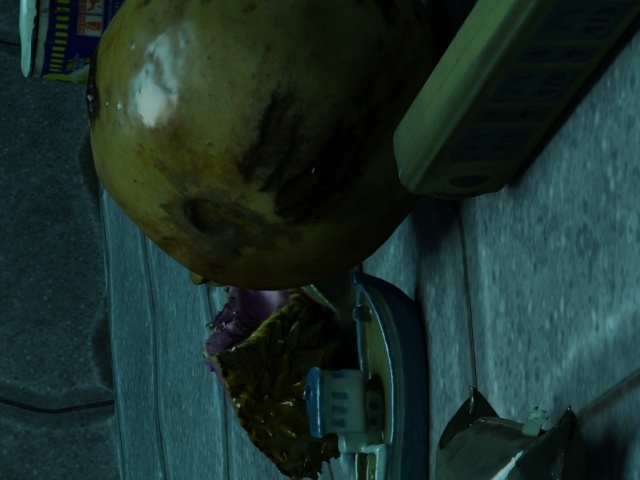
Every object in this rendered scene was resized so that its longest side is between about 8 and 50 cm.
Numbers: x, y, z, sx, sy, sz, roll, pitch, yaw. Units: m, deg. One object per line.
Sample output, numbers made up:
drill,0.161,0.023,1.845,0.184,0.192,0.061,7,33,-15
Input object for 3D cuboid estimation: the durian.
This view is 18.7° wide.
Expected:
durian,-0.021,0.123,1.929,0.191,0.112,0.341,51,-170,-8

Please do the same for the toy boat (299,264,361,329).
toy boat,-0.001,-0.001,1.918,0.071,0.089,0.185,-18,82,61

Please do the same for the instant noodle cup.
instant noodle cup,-0.176,-0.275,2.185,0.284,0.312,0.284,-179,90,-77

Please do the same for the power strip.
power strip,0.128,-0.108,1.332,0.387,0.092,0.066,122,143,-67

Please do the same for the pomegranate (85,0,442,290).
pomegranate,-0.045,-0.114,1.626,0.322,0.322,0.322,-179,90,-77

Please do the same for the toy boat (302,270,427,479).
toy boat,0.038,0.135,1.700,0.088,0.102,0.215,164,107,-74

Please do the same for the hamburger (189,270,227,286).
hamburger,-0.089,-0.043,2.229,0.182,0.118,0.191,163,104,-73

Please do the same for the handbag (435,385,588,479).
handbag,0.129,0.236,1.276,0.182,0.117,0.270,178,93,-69
